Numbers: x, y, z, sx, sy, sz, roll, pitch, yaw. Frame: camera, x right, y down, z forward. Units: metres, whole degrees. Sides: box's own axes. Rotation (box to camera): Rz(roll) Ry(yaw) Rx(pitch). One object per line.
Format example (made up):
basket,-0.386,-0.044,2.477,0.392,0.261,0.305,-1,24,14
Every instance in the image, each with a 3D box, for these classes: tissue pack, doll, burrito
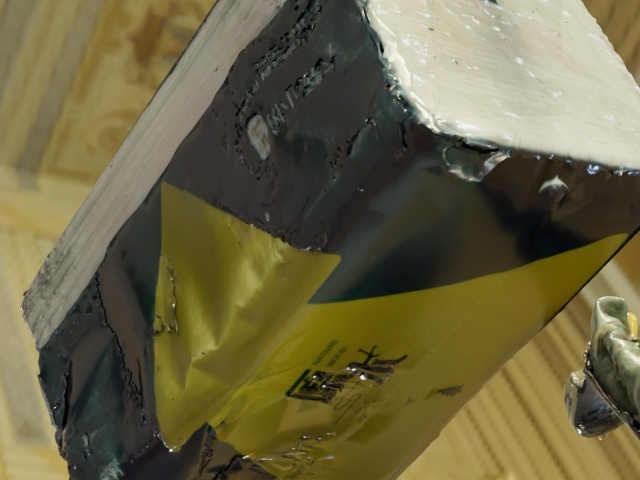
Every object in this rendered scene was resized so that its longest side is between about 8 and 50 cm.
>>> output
tissue pack,0.000,0.000,1.101,0.416,0.264,0.253,-49,-131,32
doll,0.321,0.160,1.775,0.089,0.102,0.179,-17,-159,38
burrito,0.260,0.137,1.083,0.066,0.096,0.309,-47,-151,10
